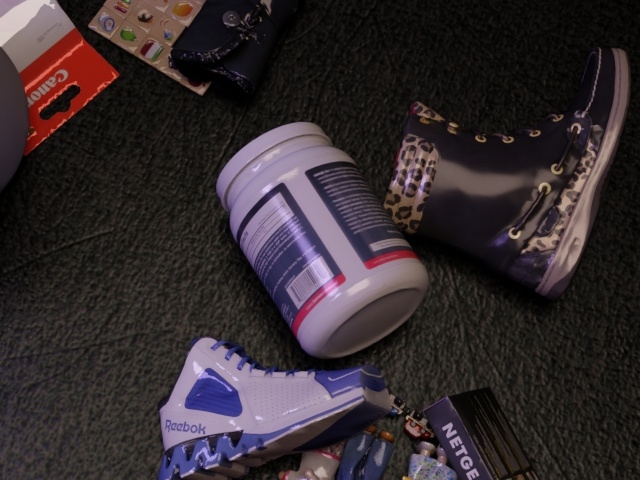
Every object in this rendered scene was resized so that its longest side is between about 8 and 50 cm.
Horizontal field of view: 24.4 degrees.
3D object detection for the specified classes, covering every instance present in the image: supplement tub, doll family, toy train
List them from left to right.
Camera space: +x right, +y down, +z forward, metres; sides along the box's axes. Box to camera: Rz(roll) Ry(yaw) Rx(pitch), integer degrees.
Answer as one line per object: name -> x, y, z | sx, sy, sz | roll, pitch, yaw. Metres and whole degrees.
supplement tub -> 0.000, 0.000, 1.936 | 0.191, 0.191, 0.272 | -28, 67, -12
doll family -> 0.073, 0.326, 1.877 | 0.263, 0.118, 0.163 | 18, 69, 5
toy train -> 0.129, 0.246, 1.958 | 0.158, 0.027, 0.036 | 36, 84, 8

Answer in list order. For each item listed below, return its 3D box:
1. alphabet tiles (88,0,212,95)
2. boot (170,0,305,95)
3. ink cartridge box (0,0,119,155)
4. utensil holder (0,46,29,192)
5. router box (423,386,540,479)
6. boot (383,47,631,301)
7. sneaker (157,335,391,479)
alphabet tiles -> -0.189, -0.349, 2.148 | 0.198, 0.009, 0.237 | 32, 72, 7
boot -> -0.159, -0.337, 2.090 | 0.246, 0.094, 0.207 | 30, 69, 0
ink cartridge box -> -0.430, -0.265, 2.082 | 0.232, 0.066, 0.189 | 43, 75, 14
utensil holder -> -0.554, -0.182, 1.844 | 0.328, 0.385, 0.327 | 0, 82, 3
router box -> 0.217, 0.279, 1.898 | 0.046, 0.133, 0.179 | -36, 73, 26
boot -> 0.257, -0.130, 2.039 | 0.284, 0.138, 0.377 | 18, 77, 3
sneaker -> -0.086, 0.191, 1.883 | 0.315, 0.127, 0.182 | -22, 67, 14
